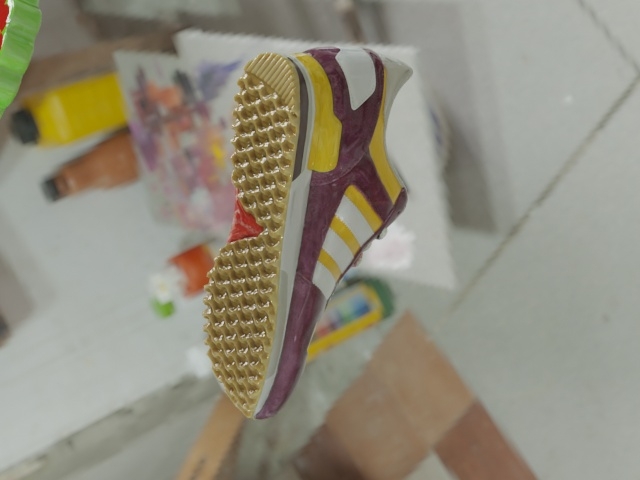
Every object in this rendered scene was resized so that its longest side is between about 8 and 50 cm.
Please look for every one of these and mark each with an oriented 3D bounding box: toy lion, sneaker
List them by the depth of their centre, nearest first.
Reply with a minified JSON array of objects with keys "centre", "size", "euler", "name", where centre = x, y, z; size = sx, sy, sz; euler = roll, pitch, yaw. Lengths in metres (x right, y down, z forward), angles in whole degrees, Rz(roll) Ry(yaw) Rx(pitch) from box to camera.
[{"centre":[-0.147,-0.089,0.772],"size":[0.096,0.034,0.100],"euler":[-19,58,49],"name":"toy lion"},{"centre":[0.000,0.000,0.845],"size":[0.069,0.084,0.185],"euler":[43,130,47],"name":"sneaker"}]
